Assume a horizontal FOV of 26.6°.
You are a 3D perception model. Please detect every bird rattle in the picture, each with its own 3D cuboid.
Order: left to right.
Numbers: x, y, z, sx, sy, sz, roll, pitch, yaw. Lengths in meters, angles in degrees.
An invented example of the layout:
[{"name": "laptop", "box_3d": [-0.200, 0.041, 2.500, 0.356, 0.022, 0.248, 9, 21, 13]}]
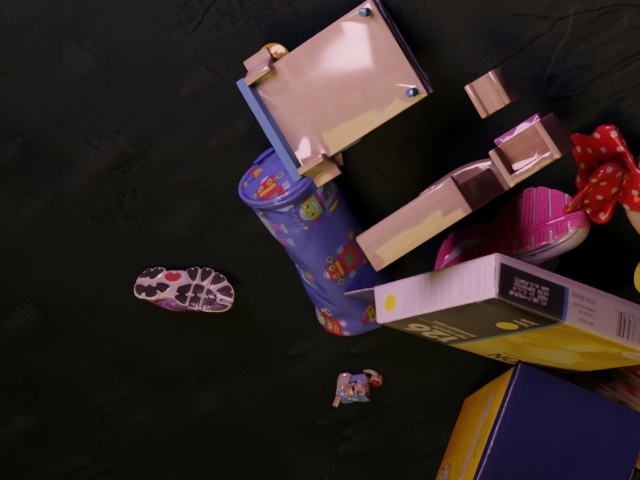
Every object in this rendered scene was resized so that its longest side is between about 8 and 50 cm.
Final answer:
[{"name": "bird rattle", "box_3d": [0.418, -0.052, 1.593, 0.207, 0.143, 0.253, -26, 111, 30]}]

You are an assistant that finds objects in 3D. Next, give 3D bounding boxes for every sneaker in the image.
[{"name": "sneaker", "box_3d": [-0.200, 0.080, 2.065, 0.170, 0.068, 0.071, 9, 157, 29]}, {"name": "sneaker", "box_3d": [0.261, 0.015, 1.738, 0.111, 0.103, 0.252, 33, 148, -22]}]

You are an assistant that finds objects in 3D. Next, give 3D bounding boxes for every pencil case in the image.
[{"name": "pencil case", "box_3d": [0.000, 0.000, 1.815, 0.133, 0.119, 0.306, 39, 165, 48]}]

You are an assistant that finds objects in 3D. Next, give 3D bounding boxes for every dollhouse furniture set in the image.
[{"name": "dollhouse furniture set", "box_3d": [0.107, -0.165, 1.605, 0.286, 0.198, 0.303, -33, 88, 23]}]

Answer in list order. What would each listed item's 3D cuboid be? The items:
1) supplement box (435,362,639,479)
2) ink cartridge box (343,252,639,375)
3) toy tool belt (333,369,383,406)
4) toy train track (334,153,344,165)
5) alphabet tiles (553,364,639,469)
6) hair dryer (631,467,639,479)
[{"name": "supplement box", "box_3d": [0.294, 0.324, 1.918, 0.194, 0.195, 0.356, 23, 164, 1]}, {"name": "ink cartridge box", "box_3d": [0.234, 0.108, 1.734, 0.304, 0.072, 0.307, 18, 158, -31]}, {"name": "toy tool belt", "box_3d": [0.059, 0.238, 2.135, 0.083, 0.051, 0.052, -12, 132, 35]}, {"name": "toy train track", "box_3d": [0.019, -0.126, 1.735, 0.048, 0.014, 0.083, 1, 145, 13]}, {"name": "alphabet tiles", "box_3d": [0.458, 0.252, 1.876, 0.342, 0.011, 0.285, 31, 153, 30]}, {"name": "hair dryer", "box_3d": [0.583, 0.360, 2.021, 0.293, 0.080, 0.223, 22, 142, -5]}]
